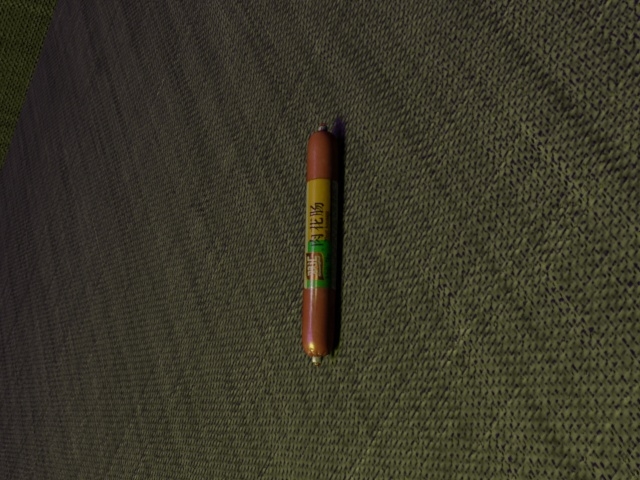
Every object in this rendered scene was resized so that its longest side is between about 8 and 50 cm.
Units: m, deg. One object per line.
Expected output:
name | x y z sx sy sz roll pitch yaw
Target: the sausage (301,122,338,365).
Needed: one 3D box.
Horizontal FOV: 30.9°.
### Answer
sausage | 0.000 0.000 1.021 0.029 0.029 0.223 -27 58 57
